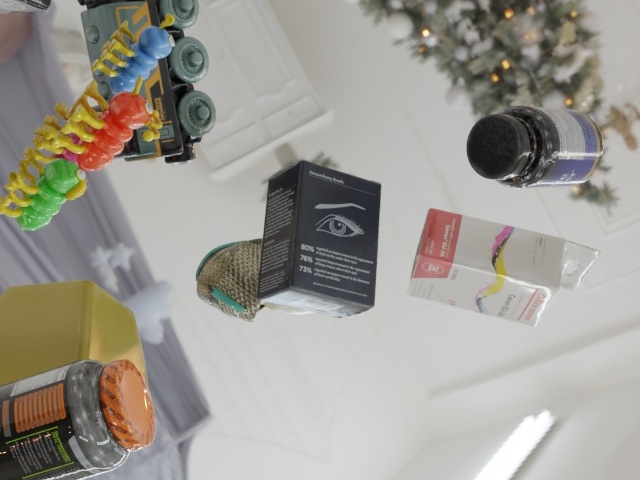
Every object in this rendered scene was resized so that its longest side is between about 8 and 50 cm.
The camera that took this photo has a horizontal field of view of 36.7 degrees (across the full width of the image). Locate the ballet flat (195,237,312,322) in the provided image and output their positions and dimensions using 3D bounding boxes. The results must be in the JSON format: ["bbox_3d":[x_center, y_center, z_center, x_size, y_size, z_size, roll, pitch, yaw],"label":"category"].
[{"bbox_3d":[-0.019,0.051,1.755,0.483,0.182,0.164,-23,144,-53],"label":"ballet flat"}]

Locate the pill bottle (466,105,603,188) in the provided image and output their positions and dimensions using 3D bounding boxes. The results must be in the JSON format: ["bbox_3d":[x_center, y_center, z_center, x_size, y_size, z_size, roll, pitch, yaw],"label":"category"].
[{"bbox_3d":[0.317,-0.138,1.438,0.219,0.123,0.123,-5,163,-46],"label":"pill bottle"}]

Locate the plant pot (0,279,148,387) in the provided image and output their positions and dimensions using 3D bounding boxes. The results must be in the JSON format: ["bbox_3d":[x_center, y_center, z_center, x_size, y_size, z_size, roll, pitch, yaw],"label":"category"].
[{"bbox_3d":[-0.374,0.171,1.399,0.212,0.187,0.212,-6,154,17],"label":"plant pot"}]

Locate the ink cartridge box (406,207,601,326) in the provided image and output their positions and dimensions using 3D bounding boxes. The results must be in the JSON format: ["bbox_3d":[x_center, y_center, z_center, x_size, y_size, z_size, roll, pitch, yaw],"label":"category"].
[{"bbox_3d":[0.207,0.037,1.108,0.198,0.067,0.115,13,154,4],"label":"ink cartridge box"}]

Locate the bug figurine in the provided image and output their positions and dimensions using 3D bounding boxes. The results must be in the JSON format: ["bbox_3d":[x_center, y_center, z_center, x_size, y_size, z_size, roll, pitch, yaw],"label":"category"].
[{"bbox_3d":[-0.224,-0.115,0.962,0.216,0.072,0.279,-43,-158,21],"label":"bug figurine"}]

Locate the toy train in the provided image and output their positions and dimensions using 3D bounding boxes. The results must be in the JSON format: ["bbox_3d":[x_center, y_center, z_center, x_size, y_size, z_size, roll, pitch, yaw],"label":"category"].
[{"bbox_3d":[-0.284,-0.278,1.555,0.142,0.334,0.190,0,-167,44],"label":"toy train"}]

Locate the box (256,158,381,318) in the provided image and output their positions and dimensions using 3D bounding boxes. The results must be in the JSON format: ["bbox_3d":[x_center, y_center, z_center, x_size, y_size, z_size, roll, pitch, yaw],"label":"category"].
[{"bbox_3d":[0.000,0.000,1.482,0.153,0.207,0.108,16,159,-29],"label":"box"}]

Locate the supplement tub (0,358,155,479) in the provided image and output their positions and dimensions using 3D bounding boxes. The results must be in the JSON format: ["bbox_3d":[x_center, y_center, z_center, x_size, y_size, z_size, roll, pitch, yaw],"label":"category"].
[{"bbox_3d":[-0.272,0.191,0.977,0.190,0.117,0.117,-18,-179,8],"label":"supplement tub"}]

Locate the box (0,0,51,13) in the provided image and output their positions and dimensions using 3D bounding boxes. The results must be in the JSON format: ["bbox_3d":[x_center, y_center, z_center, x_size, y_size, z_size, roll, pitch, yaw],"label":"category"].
[{"bbox_3d":[-0.314,-0.343,0.887,0.216,0.270,0.060,7,176,36],"label":"box"}]
